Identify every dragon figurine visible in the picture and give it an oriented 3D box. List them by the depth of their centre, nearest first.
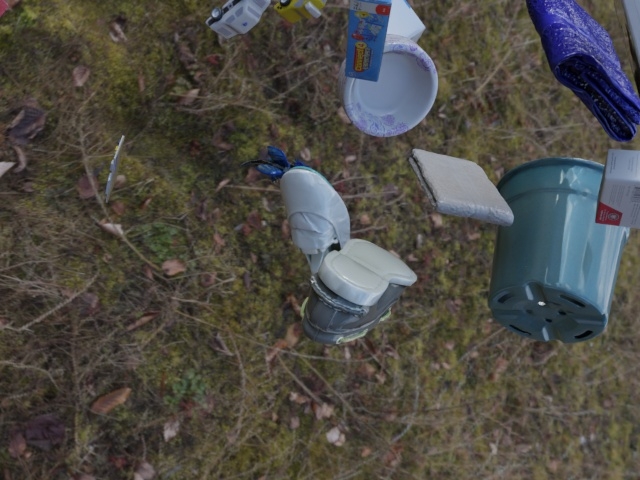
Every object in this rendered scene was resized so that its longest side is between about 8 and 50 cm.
[{"bbox_3d":[-0.131,-0.221,1.663,0.085,0.289,0.144,-62,156,-3],"label":"dragon figurine"}]

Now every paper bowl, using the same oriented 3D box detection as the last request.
[{"bbox_3d":[0.189,-0.463,1.663,0.284,0.284,0.148,43,19,-35],"label":"paper bowl"}]

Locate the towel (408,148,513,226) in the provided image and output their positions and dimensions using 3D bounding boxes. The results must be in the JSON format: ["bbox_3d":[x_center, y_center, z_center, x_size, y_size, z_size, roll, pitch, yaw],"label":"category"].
[{"bbox_3d":[0.321,-0.127,1.330,0.187,0.282,0.049,10,122,-11],"label":"towel"}]

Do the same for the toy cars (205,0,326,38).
[{"bbox_3d":[-0.127,-0.656,1.601,0.393,0.176,0.087,-21,73,-18],"label":"toy cars"}]

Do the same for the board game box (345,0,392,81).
[{"bbox_3d":[0.127,-0.581,1.295,0.302,0.086,0.308,88,12,-75],"label":"board game box"}]

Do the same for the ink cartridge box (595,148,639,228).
[{"bbox_3d":[0.488,-0.069,0.815,0.109,0.150,0.063,67,39,-52],"label":"ink cartridge box"}]

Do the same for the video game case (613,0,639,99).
[{"bbox_3d":[0.414,-0.274,0.741,0.285,0.025,0.204,-1,78,-60],"label":"video game case"}]

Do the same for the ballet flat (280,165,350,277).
[{"bbox_3d":[0.000,0.000,1.271,0.139,0.139,0.400,-62,154,-23],"label":"ballet flat"}]

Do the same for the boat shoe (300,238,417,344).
[{"bbox_3d":[0.054,0.065,0.771,0.091,0.109,0.305,-61,165,13],"label":"boat shoe"}]

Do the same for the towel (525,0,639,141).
[{"bbox_3d":[0.469,-0.341,1.007,0.227,0.076,0.308,32,41,-28],"label":"towel"}]

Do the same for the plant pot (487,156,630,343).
[{"bbox_3d":[0.556,0.041,1.343,0.341,0.341,0.334,45,53,-34],"label":"plant pot"}]

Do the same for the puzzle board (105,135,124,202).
[{"bbox_3d":[-0.471,-0.163,1.287,0.011,0.128,0.096,14,38,-16],"label":"puzzle board"}]

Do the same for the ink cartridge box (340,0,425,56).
[{"bbox_3d":[0.193,-0.653,1.825,0.168,0.233,0.171,-35,87,-13],"label":"ink cartridge box"}]

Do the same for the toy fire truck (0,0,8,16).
[{"bbox_3d":[-0.685,-0.421,1.016,0.192,0.047,0.135,-55,131,-26],"label":"toy fire truck"}]
